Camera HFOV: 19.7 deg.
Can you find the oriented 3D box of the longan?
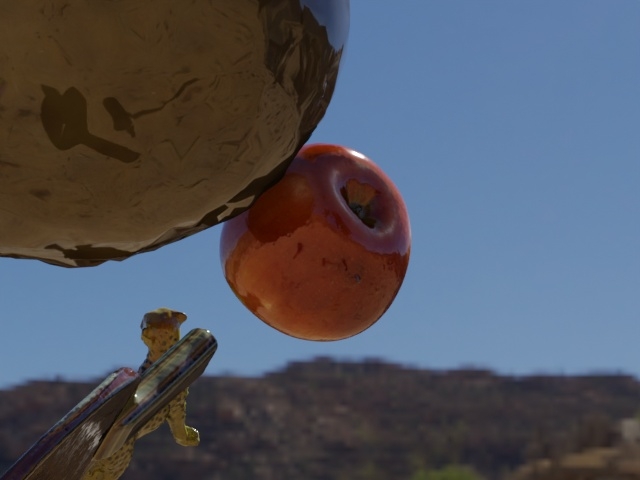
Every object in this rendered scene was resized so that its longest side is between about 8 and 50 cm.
[{"bbox_3d":[-0.175,-0.171,1.333,0.391,0.391,0.391,1,-15,0],"label":"longan"}]

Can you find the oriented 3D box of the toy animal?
[{"bbox_3d":[-0.175,0.157,1.590,0.073,0.181,0.136,30,-42,22],"label":"toy animal"}]

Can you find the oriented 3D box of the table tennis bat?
[{"bbox_3d":[-0.140,0.126,1.052,0.022,0.301,0.173,38,-55,6],"label":"table tennis bat"}]

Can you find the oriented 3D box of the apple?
[{"bbox_3d":[0.000,0.000,1.507,0.163,0.163,0.139,11,-45,-33],"label":"apple"}]
